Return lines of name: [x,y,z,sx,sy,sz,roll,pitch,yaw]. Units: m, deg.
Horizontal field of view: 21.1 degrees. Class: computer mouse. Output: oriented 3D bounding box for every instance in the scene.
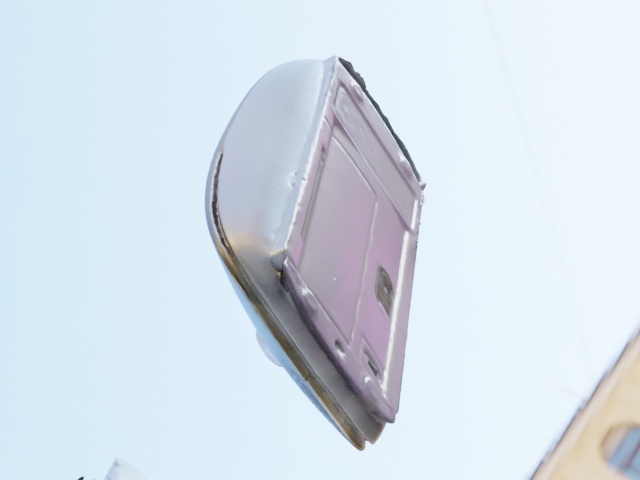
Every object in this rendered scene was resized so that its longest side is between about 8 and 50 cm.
computer mouse: [0.000,0.000,0.801,0.126,0.056,0.245,54,-159,-23]

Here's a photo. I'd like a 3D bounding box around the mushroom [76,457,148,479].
mushroom: [-0.120,0.251,1.190,0.156,0.151,0.285,-63,7,3]
